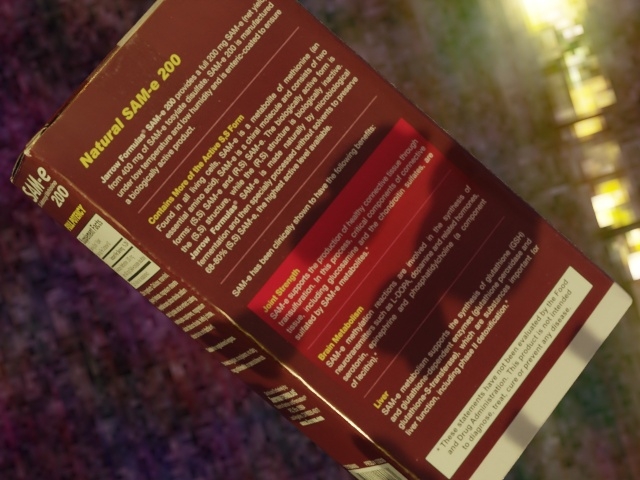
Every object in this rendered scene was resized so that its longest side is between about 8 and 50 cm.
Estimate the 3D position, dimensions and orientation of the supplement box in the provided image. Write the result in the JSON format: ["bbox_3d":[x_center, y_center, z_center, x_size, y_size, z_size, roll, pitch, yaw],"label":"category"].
[{"bbox_3d":[0.000,0.000,0.754,0.239,0.130,0.073,42,-18,-6],"label":"supplement box"}]
